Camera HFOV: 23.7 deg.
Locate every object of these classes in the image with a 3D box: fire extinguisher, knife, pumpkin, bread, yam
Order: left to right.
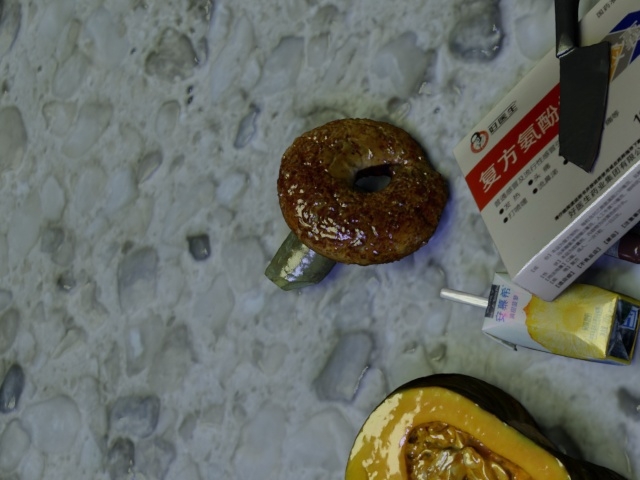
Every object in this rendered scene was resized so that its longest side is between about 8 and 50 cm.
[{"bbox_3d":[0.000,0.000,1.733,0.070,0.070,0.146,45,111,33],"label":"yam"},{"bbox_3d":[0.043,-0.056,1.663,0.193,0.064,0.193,-1,59,1],"label":"bread"},{"bbox_3d":[0.165,0.279,1.525,0.317,0.139,0.222,33,100,33],"label":"pumpkin"},{"bbox_3d":[0.255,-0.163,1.490,0.060,0.028,0.230,-16,55,32],"label":"knife"},{"bbox_3d":[0.285,-0.010,1.543,0.173,0.035,0.049,19,57,38],"label":"fire extinguisher"}]

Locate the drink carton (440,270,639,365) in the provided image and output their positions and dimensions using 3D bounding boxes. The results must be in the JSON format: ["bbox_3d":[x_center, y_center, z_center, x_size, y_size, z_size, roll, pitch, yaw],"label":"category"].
[{"bbox_3d":[0.220,0.075,1.548,0.200,0.074,0.084,11,89,39],"label":"drink carton"}]

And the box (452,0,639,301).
[{"bbox_3d":[0.292,-0.131,1.489,0.353,0.069,0.214,-44,37,22],"label":"box"}]
